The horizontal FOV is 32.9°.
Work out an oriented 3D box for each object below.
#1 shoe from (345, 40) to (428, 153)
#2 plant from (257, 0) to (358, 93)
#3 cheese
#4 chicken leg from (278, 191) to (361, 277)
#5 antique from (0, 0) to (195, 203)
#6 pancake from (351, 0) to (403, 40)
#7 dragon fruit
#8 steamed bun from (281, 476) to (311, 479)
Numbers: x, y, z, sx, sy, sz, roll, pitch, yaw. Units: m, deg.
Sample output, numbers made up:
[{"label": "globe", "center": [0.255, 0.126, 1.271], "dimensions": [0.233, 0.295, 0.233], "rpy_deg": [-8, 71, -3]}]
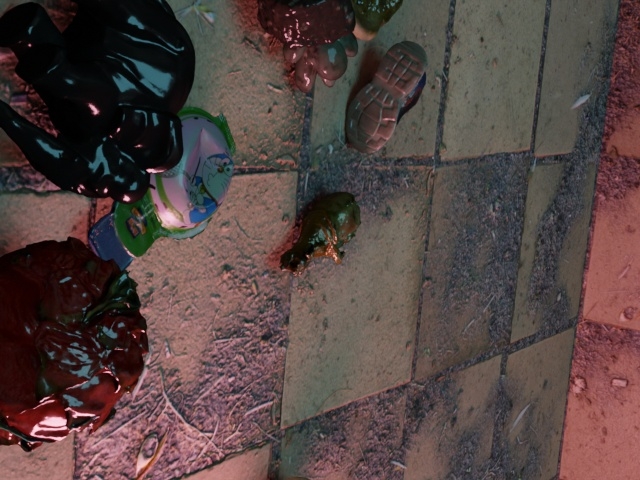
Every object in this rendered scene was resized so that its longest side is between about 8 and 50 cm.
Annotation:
[{"label": "shoe", "center": [0.130, -0.270, 2.075], "dimensions": [0.227, 0.099, 0.125], "rpy_deg": [-58, 172, 6]}, {"label": "plant", "center": [-0.018, -0.352, 1.791], "dimensions": [0.146, 0.149, 0.274], "rpy_deg": [-26, 154, -1]}, {"label": "cheese", "center": [-0.226, -0.072, 1.612], "dimensions": [0.320, 0.083, 0.204], "rpy_deg": [-51, 138, -36]}, {"label": "chicken leg", "center": [0.000, 0.000, 1.967], "dimensions": [0.228, 0.088, 0.103], "rpy_deg": [-55, 153, -37]}, {"label": "antique", "center": [-0.279, -0.210, 1.404], "dimensions": [0.322, 0.185, 0.255], "rpy_deg": [-63, 142, -28]}, {"label": "pancake", "center": [0.085, -0.502, 1.977], "dimensions": [0.282, 0.049, 0.282], "rpy_deg": [-24, 119, -55]}, {"label": "dragon fruit", "center": [-0.344, 0.138, 1.365], "dimensions": [0.244, 0.244, 0.299], "rpy_deg": [-6, 122, -55]}, {"label": "steamed bun", "center": [-0.075, 0.556, 1.979], "dimensions": [0.170, 0.152, 0.239], "rpy_deg": [64, 33, -34]}]
